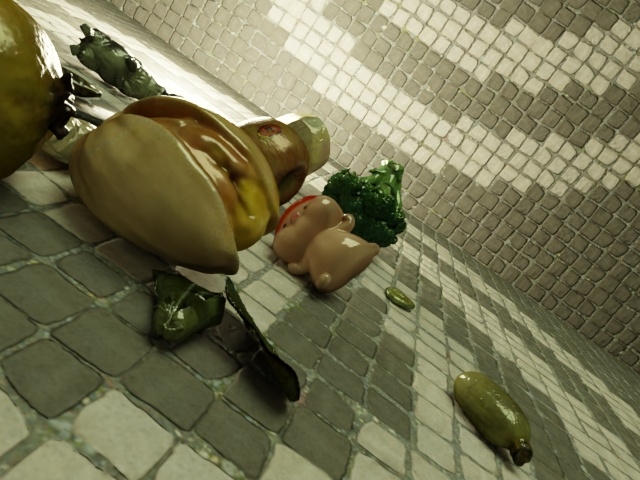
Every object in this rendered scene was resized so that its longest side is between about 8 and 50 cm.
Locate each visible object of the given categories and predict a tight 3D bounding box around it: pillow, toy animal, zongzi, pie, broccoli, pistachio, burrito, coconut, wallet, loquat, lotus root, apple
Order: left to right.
[{"bbox_3d":[-0.402,-0.180,0.589,0.244,0.244,0.244,32,15,-10],"label":"loquat"},{"bbox_3d":[-0.558,-0.338,1.024,0.212,0.052,0.208,17,8,-34],"label":"pillow"},{"bbox_3d":[-0.412,-0.234,1.037,0.170,0.044,0.321,31,10,35],"label":"wallet"},{"bbox_3d":[-0.503,-0.436,1.398,0.343,0.106,0.168,35,7,-25],"label":"toy animal"},{"bbox_3d":[-0.326,-0.140,0.917,0.117,0.076,0.392,37,12,32],"label":"burrito"},{"bbox_3d":[-0.186,0.072,0.612,0.119,0.055,0.109,27,13,14],"label":"zongzi"},{"bbox_3d":[-0.208,-0.081,0.728,0.309,0.230,0.230,32,14,8],"label":"pistachio"},{"bbox_3d":[-0.133,-0.180,1.194,0.188,0.211,0.211,43,17,20],"label":"apple"},{"bbox_3d":[-0.072,-0.295,1.618,0.237,0.236,0.197,-102,176,-69],"label":"coconut"},{"bbox_3d":[0.000,0.000,1.022,0.197,0.171,0.171,45,18,26],"label":"toy animal"},{"bbox_3d":[0.137,-0.110,1.443,0.270,0.270,0.270,33,-14,9],"label":"broccoli"},{"bbox_3d":[0.193,0.141,1.254,0.084,0.021,0.084,28,15,-8],"label":"pie"},{"bbox_3d":[0.303,0.299,0.889,0.090,0.077,0.183,24,17,-33],"label":"lotus root"}]

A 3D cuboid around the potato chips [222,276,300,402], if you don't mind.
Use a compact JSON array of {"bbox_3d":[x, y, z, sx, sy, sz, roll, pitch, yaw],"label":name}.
[{"bbox_3d":[-0.082,0.112,0.647,0.209,0.026,0.142,41,-19,58],"label":"potato chips"}]
